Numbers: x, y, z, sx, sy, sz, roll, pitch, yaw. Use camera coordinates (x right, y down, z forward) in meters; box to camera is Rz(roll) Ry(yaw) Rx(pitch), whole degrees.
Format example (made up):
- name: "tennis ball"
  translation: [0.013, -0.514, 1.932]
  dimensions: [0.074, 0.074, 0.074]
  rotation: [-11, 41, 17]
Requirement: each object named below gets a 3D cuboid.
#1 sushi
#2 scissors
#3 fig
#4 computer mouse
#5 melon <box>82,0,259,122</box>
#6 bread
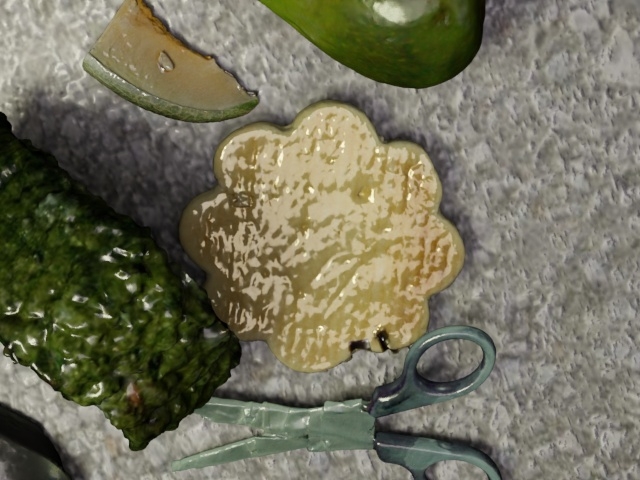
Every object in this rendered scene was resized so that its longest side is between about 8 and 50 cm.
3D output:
- name: "sushi"
  translation: [-0.248, 0.054, 1.546]
  dimensions: [0.352, 0.294, 0.178]
  rotation: [37, 80, 31]
- name: "scissors"
  translation: [0.013, 0.215, 1.713]
  dimensions: [0.383, 0.029, 0.256]
  rotation: [-5, 121, 6]
- name: "fig"
  translation: [0.034, -0.259, 1.556]
  dimensions: [0.275, 0.206, 0.206]
  rotation: [4, 104, 13]
- name: "computer mouse"
  translation: [-0.420, 0.258, 1.708]
  dimensions: [0.295, 0.087, 0.168]
  rotation: [31, 104, -5]
- name: "melon"
  translation: [-0.162, -0.174, 1.637]
  dimensions: [0.182, 0.054, 0.098]
  rotation: [38, 85, -9]
- name: "bread"
  translation: [0.000, 0.000, 1.668]
  dimensions: [0.316, 0.054, 0.316]
  rotation: [0, 104, -1]
